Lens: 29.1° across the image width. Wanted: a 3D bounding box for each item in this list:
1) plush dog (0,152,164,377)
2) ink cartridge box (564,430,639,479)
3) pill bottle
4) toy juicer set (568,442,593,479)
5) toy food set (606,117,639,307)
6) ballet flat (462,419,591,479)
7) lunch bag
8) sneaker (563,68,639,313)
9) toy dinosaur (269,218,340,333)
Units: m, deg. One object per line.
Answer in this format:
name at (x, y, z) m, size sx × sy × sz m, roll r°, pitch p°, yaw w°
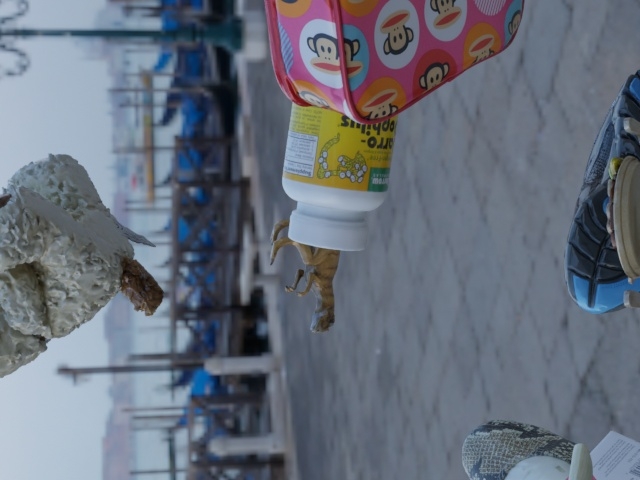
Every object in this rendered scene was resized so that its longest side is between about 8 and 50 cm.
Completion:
plush dog at (-0.315, 0.058, 1.330) m, size 0.210 × 0.225 × 0.262 m, roll 46°, pitch -166°, yaw -11°
ink cartridge box at (0.436, 0.370, 1.593) m, size 0.237 × 0.172 × 0.100 m, roll 22°, pitch 132°, yaw 36°
pill bottle at (0.021, -0.099, 1.351) m, size 0.117 × 0.117 × 0.208 m, roll -136°, pitch 54°, yaw -77°
toy juicer set at (0.252, 0.398, 1.256) m, size 0.209 × 0.089 × 0.329 m, roll -52°, pitch -51°, yaw -51°
toy food set at (0.306, -0.021, 1.236) m, size 0.132 × 0.038 × 0.192 m, roll 15°, pitch -105°, yaw -59°
ballet flat at (0.413, 0.429, 1.815) m, size 0.164 × 0.483 × 0.182 m, roll -56°, pitch -13°, yaw 8°
lunch bag at (0.076, -0.272, 1.161) m, size 0.120 × 0.293 × 0.258 m, roll 21°, pitch 130°, yaw 40°
sneaker at (0.378, -0.044, 1.524) m, size 0.139 × 0.125 × 0.341 m, roll 105°, pitch -171°, yaw -62°
toy dinosaur at (0.000, 0.000, 1.455) m, size 0.064 × 0.112 × 0.211 m, roll -129°, pitch 49°, yaw -81°
